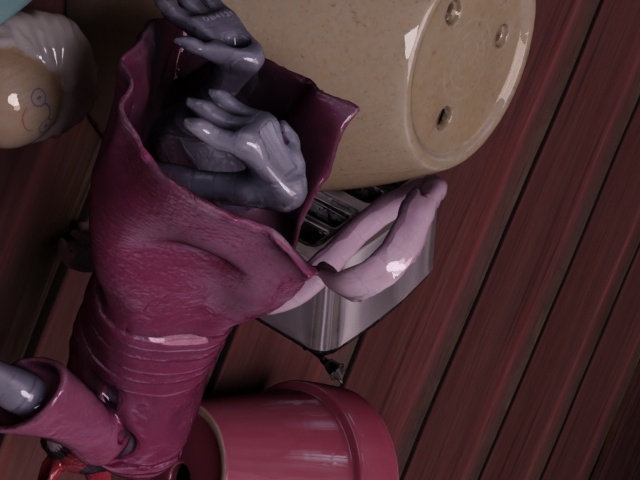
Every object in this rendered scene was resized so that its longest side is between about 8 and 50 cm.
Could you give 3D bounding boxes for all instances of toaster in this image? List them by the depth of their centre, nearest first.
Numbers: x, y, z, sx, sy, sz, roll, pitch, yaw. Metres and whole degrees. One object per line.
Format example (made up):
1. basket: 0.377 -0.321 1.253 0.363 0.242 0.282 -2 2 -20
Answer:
1. toaster: 0.000 0.000 1.113 0.168 0.186 0.110 -36 143 -38

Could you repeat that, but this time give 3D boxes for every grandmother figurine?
1. grandmother figurine: -0.268 -0.028 0.768 0.342 0.104 0.208 -42 161 -30

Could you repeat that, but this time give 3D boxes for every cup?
1. cup: 0.015 -0.167 0.966 0.331 0.237 0.331 -35 138 -39

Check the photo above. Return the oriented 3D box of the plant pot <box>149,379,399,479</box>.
1. plant pot: -0.060 0.219 1.185 0.180 0.201 0.201 16 98 -44

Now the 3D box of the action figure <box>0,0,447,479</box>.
1. action figure: -0.091 0.040 0.839 0.248 0.276 0.370 -50 164 -58

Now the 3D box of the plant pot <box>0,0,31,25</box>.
1. plant pot: -0.201 -0.221 0.680 0.234 0.165 0.166 -55 149 0
